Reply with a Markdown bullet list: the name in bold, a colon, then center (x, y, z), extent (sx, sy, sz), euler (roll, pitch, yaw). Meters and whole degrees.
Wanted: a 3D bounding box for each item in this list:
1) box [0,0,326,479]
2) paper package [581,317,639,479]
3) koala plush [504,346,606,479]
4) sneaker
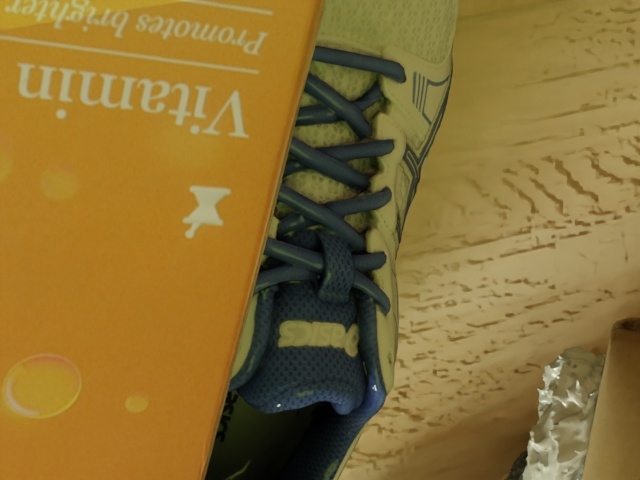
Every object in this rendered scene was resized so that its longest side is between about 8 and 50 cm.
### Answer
- **box**: center (-0.150, 0.008, 0.422), extent (0.215, 0.168, 0.345), euler (5, 117, -21)
- **paper package**: center (0.216, 0.222, 0.483), extent (0.309, 0.168, 0.324), euler (25, 74, -42)
- **koala plush**: center (0.125, 0.162, 0.602), extent (0.196, 0.203, 0.221), euler (24, 96, -29)
- **sneaker**: center (0.000, 0.000, 0.491), extent (0.112, 0.131, 0.296), euler (4, 115, -18)
